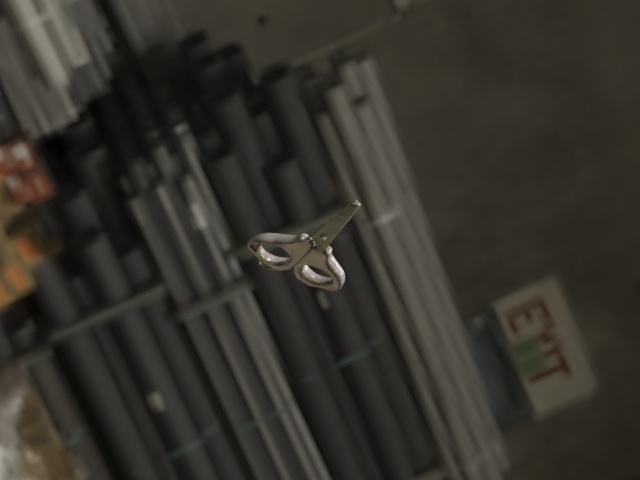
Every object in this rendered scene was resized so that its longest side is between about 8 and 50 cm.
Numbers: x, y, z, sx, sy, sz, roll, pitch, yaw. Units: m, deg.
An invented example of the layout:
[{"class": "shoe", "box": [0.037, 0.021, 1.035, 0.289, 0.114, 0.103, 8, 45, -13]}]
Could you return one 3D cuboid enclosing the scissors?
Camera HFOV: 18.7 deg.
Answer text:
[{"class": "scissors", "box": [0.000, 0.000, 1.795, 0.100, 0.015, 0.189, 26, -26, -11]}]
